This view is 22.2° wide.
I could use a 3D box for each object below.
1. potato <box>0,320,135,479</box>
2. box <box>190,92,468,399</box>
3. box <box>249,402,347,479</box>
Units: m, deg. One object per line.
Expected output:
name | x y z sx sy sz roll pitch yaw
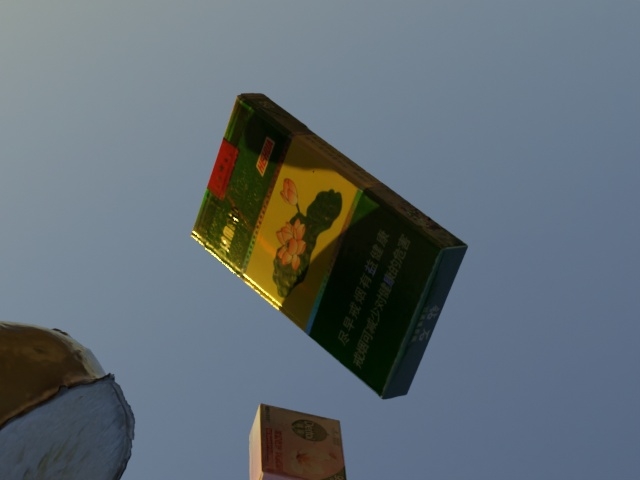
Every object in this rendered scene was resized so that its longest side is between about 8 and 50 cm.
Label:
potato | -0.291 0.149 1.212 0.246 0.196 0.300 -58 159 16
box | 0.000 0.000 1.221 0.034 0.132 0.235 -7 -145 -45
box | -0.023 0.218 1.603 0.089 0.043 0.125 13 -155 -11
